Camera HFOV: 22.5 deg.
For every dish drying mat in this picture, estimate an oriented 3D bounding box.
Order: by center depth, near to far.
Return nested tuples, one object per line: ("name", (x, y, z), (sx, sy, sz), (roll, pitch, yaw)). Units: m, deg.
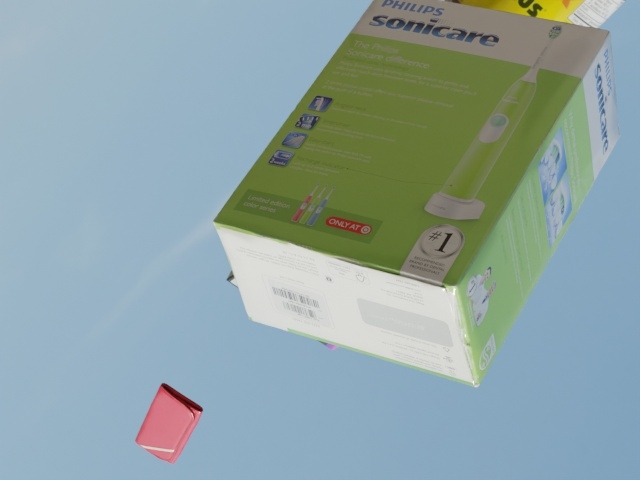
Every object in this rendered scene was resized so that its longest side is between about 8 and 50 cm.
("dish drying mat", (-0.098, 0.119, 1.036), (0.008, 0.032, 0.083), (-54, 176, -35))

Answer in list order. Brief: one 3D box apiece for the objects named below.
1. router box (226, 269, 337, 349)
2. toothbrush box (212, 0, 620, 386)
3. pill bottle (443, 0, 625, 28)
("router box", (0.000, 0.000, 1.614), (0.046, 0.133, 0.179), (-34, -153, 53))
("toothbrush box", (0.083, -0.050, 1.251), (0.206, 0.122, 0.283), (14, -126, 27))
("pill bottle", (0.208, -0.233, 1.427), (0.215, 0.117, 0.117), (-46, -156, 18))
